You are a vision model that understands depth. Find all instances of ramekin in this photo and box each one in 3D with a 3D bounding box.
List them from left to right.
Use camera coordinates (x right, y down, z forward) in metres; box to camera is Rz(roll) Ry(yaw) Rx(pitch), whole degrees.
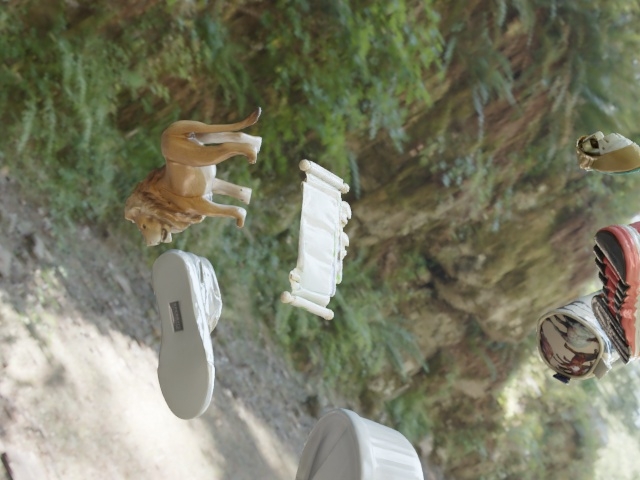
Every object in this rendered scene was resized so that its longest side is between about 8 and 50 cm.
[{"bbox_3d":[0.061,0.415,1.440,0.127,0.273,0.273,13,26,-21],"label":"ramekin"}]

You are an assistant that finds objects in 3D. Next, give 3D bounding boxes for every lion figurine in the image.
[{"bbox_3d":[-0.245,-0.134,1.690,0.392,0.240,0.142,108,-7,-49],"label":"lion figurine"}]

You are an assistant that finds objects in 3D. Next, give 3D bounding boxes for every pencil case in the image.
[{"bbox_3d":[0.666,0.208,2.076,0.410,0.160,0.183,-12,58,-47],"label":"pencil case"}]

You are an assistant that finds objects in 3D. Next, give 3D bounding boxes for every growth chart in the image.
[{"bbox_3d":[0.000,0.000,1.318,0.172,0.021,0.237,38,53,-57],"label":"growth chart"}]

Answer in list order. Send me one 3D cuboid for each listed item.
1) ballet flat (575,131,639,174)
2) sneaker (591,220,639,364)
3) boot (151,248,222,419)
[{"bbox_3d":[0.519,-0.161,1.624,0.232,0.080,0.073,-147,-145,-81],"label":"ballet flat"},{"bbox_3d":[0.489,0.078,1.321,0.314,0.136,0.116,70,-1,-51],"label":"sneaker"},{"bbox_3d":[-0.191,0.143,1.390,0.123,0.095,0.258,12,71,-68],"label":"boot"}]
